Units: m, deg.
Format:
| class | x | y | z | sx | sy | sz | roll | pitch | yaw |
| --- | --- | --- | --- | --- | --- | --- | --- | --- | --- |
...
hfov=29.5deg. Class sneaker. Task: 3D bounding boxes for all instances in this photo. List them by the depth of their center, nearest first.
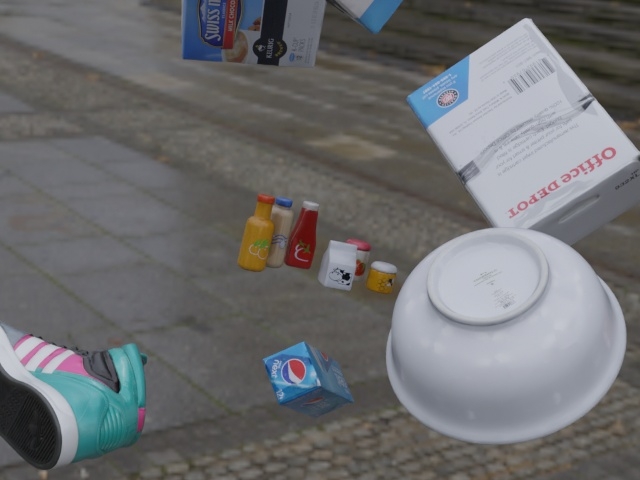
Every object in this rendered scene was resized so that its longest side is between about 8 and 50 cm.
| class | x | y | z | sx | sy | sz | roll | pitch | yaw |
| --- | --- | --- | --- | --- | --- | --- | --- | --- | --- |
| sneaker | -0.295 | 0.160 | 1.416 | 0.178 | 0.124 | 0.295 | -1 | 24 | -40 |

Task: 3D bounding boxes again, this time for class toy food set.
| class | x | y | z | sx | sy | sz | roll | pitch | yaw |
| --- | --- | --- | --- | --- | --- | --- | --- | --- | --- |
| toy food set | 0.000 | 0.000 | 1.716 | 0.232 | 0.105 | 0.111 | 11 | 10 | -15 |

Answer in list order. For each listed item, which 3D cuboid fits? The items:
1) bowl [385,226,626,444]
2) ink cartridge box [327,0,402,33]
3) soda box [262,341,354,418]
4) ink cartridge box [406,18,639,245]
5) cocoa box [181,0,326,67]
| class | x | y | z | sx | sy | sz | roll | pitch | yaw |
| --- | --- | --- | --- | --- | --- | --- | --- | --- | --- |
| bowl | 0.207 | 0.083 | 1.444 | 0.297 | 0.134 | 0.298 | -11 | 45 | 11 |
| ink cartridge box | 0.010 | -0.253 | 0.983 | 0.092 | 0.090 | 0.143 | 44 | 7 | 40 |
| soda box | -0.015 | 0.204 | 1.756 | 0.067 | 0.071 | 0.210 | -24 | -18 | 7 |
| ink cartridge box | 0.304 | -0.140 | 1.794 | 0.223 | 0.129 | 0.307 | -33 | 56 | 4 |
| cocoa box | -0.115 | -0.490 | 2.028 | 0.228 | 0.231 | 0.347 | 3 | 52 | -8 |
